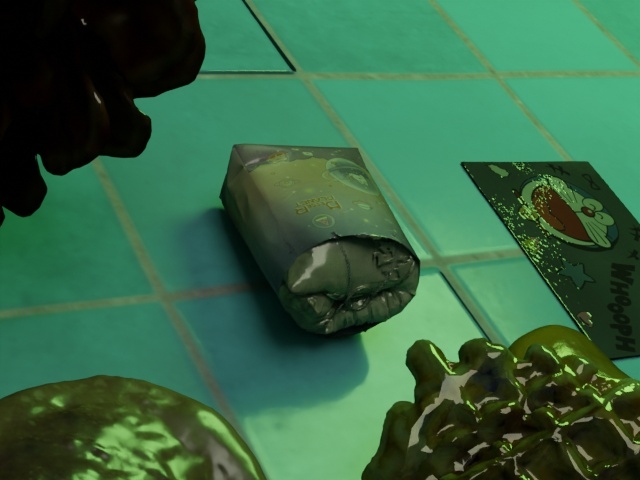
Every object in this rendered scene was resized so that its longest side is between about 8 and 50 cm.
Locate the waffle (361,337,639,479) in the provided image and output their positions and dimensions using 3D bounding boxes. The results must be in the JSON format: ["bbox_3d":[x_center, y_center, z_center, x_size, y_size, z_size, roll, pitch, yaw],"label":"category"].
[{"bbox_3d":[0.137,0.156,0.711,0.223,0.054,0.204,16,59,7],"label":"waffle"}]

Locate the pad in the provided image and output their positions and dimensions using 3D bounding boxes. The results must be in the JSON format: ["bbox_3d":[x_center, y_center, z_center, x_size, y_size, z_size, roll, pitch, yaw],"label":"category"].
[{"bbox_3d":[0.250,0.008,1.069,0.170,0.006,0.246,-2,45,-32],"label":"pad"}]

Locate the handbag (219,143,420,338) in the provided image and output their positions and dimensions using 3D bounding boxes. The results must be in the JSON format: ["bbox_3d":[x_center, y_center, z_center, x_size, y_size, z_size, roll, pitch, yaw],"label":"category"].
[{"bbox_3d":[0.000,0.000,0.871,0.117,0.095,0.173,-1,37,-23],"label":"handbag"}]

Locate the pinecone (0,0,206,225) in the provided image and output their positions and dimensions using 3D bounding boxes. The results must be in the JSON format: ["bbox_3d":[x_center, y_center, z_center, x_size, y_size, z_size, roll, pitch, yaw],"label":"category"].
[{"bbox_3d":[-0.255,-0.185,0.693,0.397,0.398,0.398,16,38,-13],"label":"pinecone"}]

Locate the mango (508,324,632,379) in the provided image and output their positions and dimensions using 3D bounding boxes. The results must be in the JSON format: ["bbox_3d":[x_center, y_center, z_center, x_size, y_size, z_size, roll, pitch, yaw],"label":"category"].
[{"bbox_3d":[0.184,0.139,0.818,0.122,0.086,0.191,-18,46,-27],"label":"mango"}]

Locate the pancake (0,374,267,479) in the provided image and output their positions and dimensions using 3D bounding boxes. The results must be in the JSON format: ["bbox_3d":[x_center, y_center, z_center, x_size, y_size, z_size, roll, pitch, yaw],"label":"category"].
[{"bbox_3d":[-0.109,0.165,0.638,0.241,0.050,0.242,15,40,-13],"label":"pancake"}]
